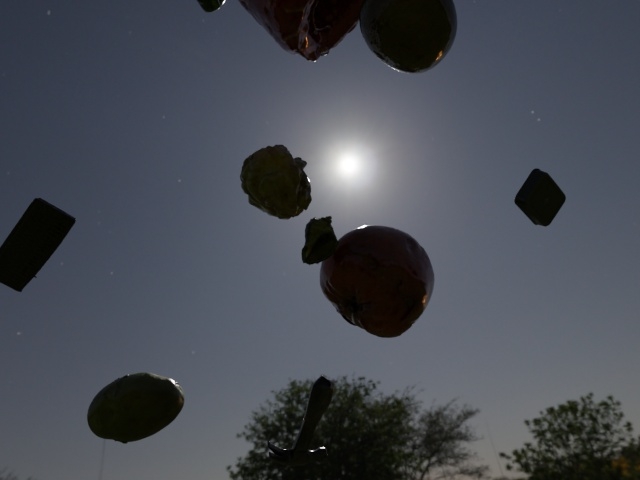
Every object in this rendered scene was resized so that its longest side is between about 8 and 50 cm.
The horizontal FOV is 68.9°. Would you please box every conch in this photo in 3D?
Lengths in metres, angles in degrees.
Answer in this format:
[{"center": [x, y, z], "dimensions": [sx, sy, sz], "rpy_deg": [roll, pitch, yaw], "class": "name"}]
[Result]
[{"center": [0.000, 0.000, 1.022], "dimensions": [0.089, 0.121, 0.074], "rpy_deg": [20, -9, 43], "class": "conch"}]

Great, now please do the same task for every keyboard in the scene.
[{"center": [-0.569, 0.016, 0.910], "dimensions": [0.087, 0.017, 0.250], "rpy_deg": [38, -63, -26], "class": "keyboard"}]

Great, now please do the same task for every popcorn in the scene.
[{"center": [-0.062, -0.091, 0.706], "dimensions": [0.121, 0.106, 0.116], "rpy_deg": [36, -29, -25], "class": "popcorn"}]

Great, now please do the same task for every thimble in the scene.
[{"center": [-0.009, -0.319, 0.534], "dimensions": [0.163, 0.125, 0.189], "rpy_deg": [-30, -15, -49], "class": "thimble"}]

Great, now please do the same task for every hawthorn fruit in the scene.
[{"center": [0.157, 0.080, 1.140], "dimensions": [0.307, 0.276, 0.276], "rpy_deg": [-32, -11, -46], "class": "hawthorn fruit"}]

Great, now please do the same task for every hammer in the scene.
[{"center": [-0.028, 0.380, 0.964], "dimensions": [0.137, 0.037, 0.289], "rpy_deg": [3, -53, -16], "class": "hammer"}]

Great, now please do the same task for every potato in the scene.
[{"center": [-0.496, 0.444, 1.257], "dimensions": [0.253, 0.148, 0.186], "rpy_deg": [-12, -73, -6], "class": "potato"}]

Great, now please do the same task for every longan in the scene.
[{"center": [0.064, -0.162, 0.356], "dimensions": [0.075, 0.075, 0.083], "rpy_deg": [-3, -2, -11], "class": "longan"}]

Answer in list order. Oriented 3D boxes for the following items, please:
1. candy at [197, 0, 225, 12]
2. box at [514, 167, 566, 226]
[{"center": [-0.128, -0.501, 0.828], "dimensions": [0.246, 0.069, 0.149], "rpy_deg": [0, -41, 18], "class": "candy"}, {"center": [0.474, -0.089, 1.001], "dimensions": [0.126, 0.031, 0.091], "rpy_deg": [33, -89, -36], "class": "box"}]
